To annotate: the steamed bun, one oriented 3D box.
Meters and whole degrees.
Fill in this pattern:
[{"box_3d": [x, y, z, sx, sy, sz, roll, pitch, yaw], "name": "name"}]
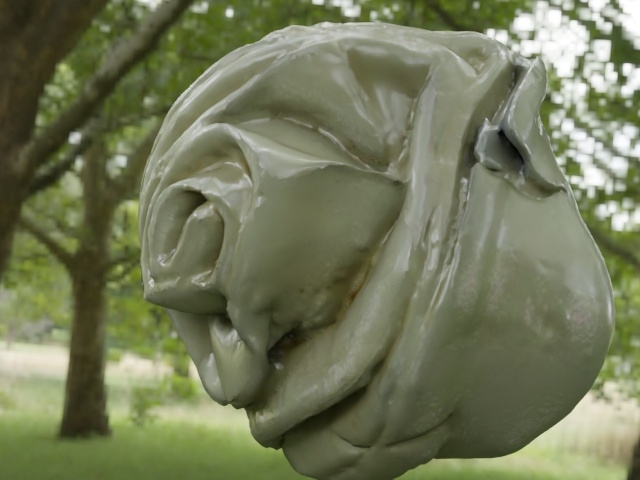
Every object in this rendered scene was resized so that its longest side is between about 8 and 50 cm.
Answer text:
[{"box_3d": [0.002, -0.001, 0.611, 0.144, 0.218, 0.211, -2, -16, -46], "name": "steamed bun"}]
